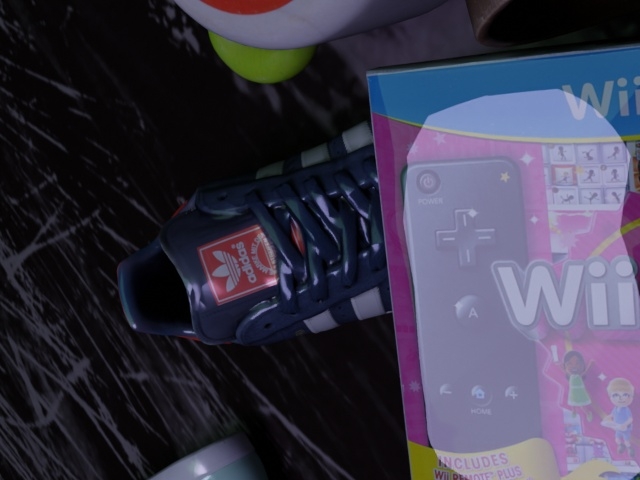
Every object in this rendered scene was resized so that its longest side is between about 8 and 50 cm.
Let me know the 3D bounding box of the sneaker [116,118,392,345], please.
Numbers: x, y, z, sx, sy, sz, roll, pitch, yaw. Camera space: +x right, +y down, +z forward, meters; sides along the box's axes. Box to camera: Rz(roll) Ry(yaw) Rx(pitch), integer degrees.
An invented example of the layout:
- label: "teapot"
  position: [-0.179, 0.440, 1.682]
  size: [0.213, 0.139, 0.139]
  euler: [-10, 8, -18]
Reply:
- label: "sneaker"
  position: [0.000, 0.000, 0.622]
  size: [0.350, 0.148, 0.131]
  euler: [-26, 81, 48]

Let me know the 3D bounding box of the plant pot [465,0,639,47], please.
- label: "plant pot"
  position: [0.112, -0.218, 0.369]
  size: [0.215, 0.215, 0.230]
  euler: [-24, 87, 49]

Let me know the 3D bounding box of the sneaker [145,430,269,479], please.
- label: "sneaker"
  position: [-0.109, 0.267, 0.863]
  size: [0.256, 0.094, 0.151]
  euler: [-40, 74, 48]

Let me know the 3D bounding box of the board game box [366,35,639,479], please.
- label: "board game box"
  position: [0.151, 0.063, 0.461]
  size: [0.224, 0.097, 0.303]
  euler: [-2, 100, 26]

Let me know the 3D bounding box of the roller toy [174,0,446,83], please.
- label: "roller toy"
  position: [0.003, -0.206, 0.562]
  size: [0.209, 0.146, 0.191]
  euler: [-26, 90, 43]
